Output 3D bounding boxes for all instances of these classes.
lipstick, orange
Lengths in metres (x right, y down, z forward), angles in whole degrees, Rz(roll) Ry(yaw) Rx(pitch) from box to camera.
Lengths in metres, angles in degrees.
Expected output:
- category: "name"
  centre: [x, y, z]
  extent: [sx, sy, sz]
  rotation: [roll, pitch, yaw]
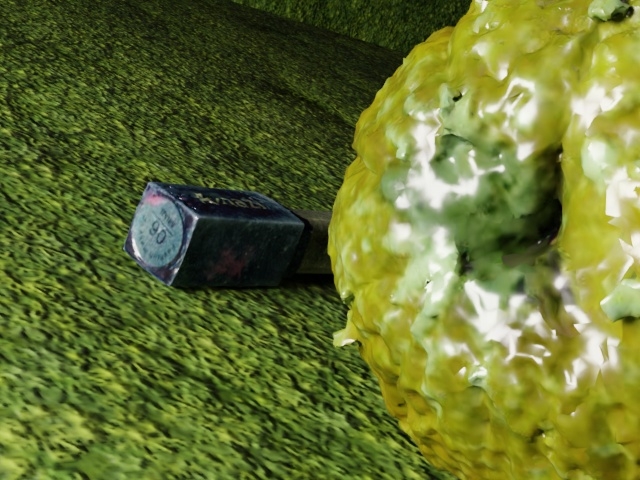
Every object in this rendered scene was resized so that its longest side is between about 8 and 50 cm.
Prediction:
- category: "lipstick"
  centre: [0.000, 0.000, 0.778]
  extent: [0.051, 0.051, 0.312]
  rotation: [31, 17, 34]
- category: "orange"
  centre: [0.138, 0.006, 0.522]
  extent: [0.223, 0.300, 0.301]
  rotation: [9, 48, -54]
